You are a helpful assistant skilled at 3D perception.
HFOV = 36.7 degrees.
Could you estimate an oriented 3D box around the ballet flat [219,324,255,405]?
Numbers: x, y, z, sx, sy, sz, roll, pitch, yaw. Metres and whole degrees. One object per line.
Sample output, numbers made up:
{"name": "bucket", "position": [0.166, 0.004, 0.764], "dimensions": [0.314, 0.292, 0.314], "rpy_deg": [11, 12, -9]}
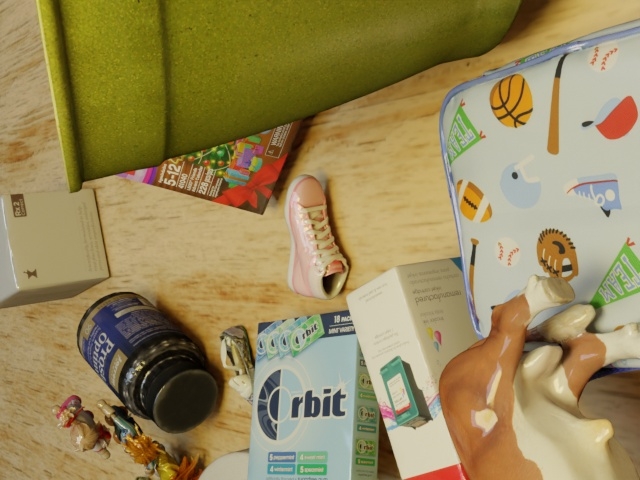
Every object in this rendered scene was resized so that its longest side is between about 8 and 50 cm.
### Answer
{"name": "ballet flat", "position": [-0.099, 0.160, 1.185], "dimensions": [0.041, 0.041, 0.114], "rpy_deg": [-43, 61, 48]}

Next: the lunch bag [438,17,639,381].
{"name": "lunch bag", "position": [0.216, -0.022, 0.666], "dimensions": [0.303, 0.115, 0.243], "rpy_deg": [-10, 93, 55]}

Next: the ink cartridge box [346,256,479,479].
{"name": "ink cartridge box", "position": [0.123, 0.133, 0.796], "dimensions": [0.078, 0.134, 0.231], "rpy_deg": [-35, 68, 50]}

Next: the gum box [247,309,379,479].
{"name": "gum box", "position": [-0.007, 0.171, 1.000], "dimensions": [0.157, 0.041, 0.184], "rpy_deg": [-13, 68, 45]}

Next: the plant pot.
{"name": "plant pot", "position": [-0.042, -0.243, 0.734], "dimensions": [0.366, 0.353, 0.366], "rpy_deg": [171, 90, -77]}

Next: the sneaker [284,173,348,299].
{"name": "sneaker", "position": [0.000, 0.000, 1.017], "dimensions": [0.070, 0.051, 0.134], "rpy_deg": [20, 115, 49]}

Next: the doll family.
{"name": "doll family", "position": [-0.240, 0.288, 1.298], "dimensions": [0.263, 0.118, 0.163], "rpy_deg": [55, 166, -17]}

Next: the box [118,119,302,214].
{"name": "box", "position": [-0.110, -0.170, 1.003], "dimensions": [0.057, 0.201, 0.293], "rpy_deg": [-88, 18, -48]}

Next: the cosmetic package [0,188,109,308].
{"name": "cosmetic package", "position": [-0.453, 0.015, 1.550], "dimensions": [0.184, 0.151, 0.151], "rpy_deg": [-22, 78, 53]}

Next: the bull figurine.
{"name": "bull figurine", "position": [0.172, 0.173, 0.598], "dimensions": [0.310, 0.101, 0.188], "rpy_deg": [62, 138, 32]}

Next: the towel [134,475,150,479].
{"name": "towel", "position": [-0.245, 0.434, 1.440], "dimensions": [0.148, 0.027, 0.110], "rpy_deg": [41, 128, 41]}

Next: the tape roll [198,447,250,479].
{"name": "tape roll", "position": [-0.039, 0.430, 1.120], "dimensions": [0.392, 0.072, 0.392], "rpy_deg": [12, 106, 52]}

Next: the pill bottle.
{"name": "pill bottle", "position": [-0.231, 0.164, 1.295], "dimensions": [0.219, 0.123, 0.122], "rpy_deg": [32, 120, 48]}
